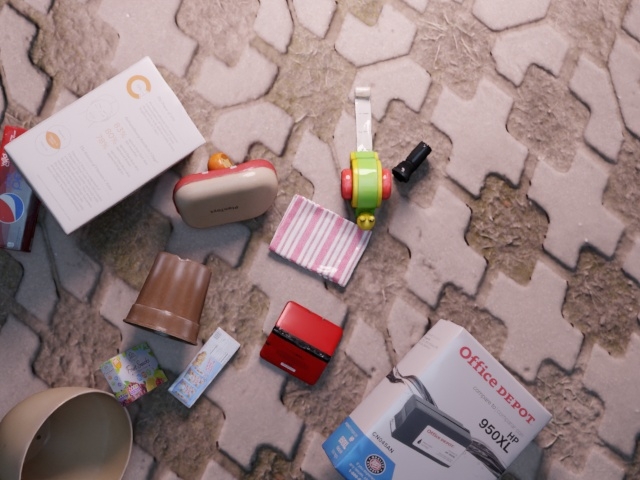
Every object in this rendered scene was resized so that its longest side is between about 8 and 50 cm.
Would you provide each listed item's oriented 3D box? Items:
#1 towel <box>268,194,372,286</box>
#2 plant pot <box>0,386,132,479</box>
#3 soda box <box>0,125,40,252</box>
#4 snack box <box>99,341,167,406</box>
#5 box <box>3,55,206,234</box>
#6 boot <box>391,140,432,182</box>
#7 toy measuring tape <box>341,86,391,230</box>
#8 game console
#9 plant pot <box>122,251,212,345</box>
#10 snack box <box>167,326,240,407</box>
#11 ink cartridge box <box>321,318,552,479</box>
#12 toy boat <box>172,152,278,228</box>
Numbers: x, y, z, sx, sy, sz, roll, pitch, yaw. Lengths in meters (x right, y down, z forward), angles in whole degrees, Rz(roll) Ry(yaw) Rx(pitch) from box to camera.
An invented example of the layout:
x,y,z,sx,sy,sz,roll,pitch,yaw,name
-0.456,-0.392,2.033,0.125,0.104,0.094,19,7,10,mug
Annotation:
x,y,z,sx,sy,sz,roll,pitch,yaw,name
0.000,0.000,1.907,0.197,0.029,0.144,27,86,-1,towel
-0.559,0.425,1.757,0.190,0.284,0.284,11,85,34,plant pot
-0.661,-0.110,1.858,0.092,0.083,0.264,11,85,-3,soda box
-0.397,0.283,1.814,0.037,0.141,0.100,-32,88,22,snack box
-0.449,-0.192,1.786,0.345,0.168,0.215,-36,99,-15,box
0.206,-0.175,1.886,0.045,0.121,0.099,45,92,-1,boot
0.100,-0.188,1.883,0.121,0.121,0.330,0,86,-3,toy measuring tape
-0.043,0.229,1.898,0.144,0.085,0.124,29,116,0,game console
-0.317,0.123,1.828,0.166,0.167,0.165,18,77,-1,plant pot
-0.256,0.280,1.880,0.064,0.022,0.178,39,85,0,snack box
0.244,0.406,1.809,0.285,0.166,0.395,44,85,-7,ink cartridge box
-0.210,-0.129,1.868,0.230,0.151,0.151,-11,58,-3,toy boat
